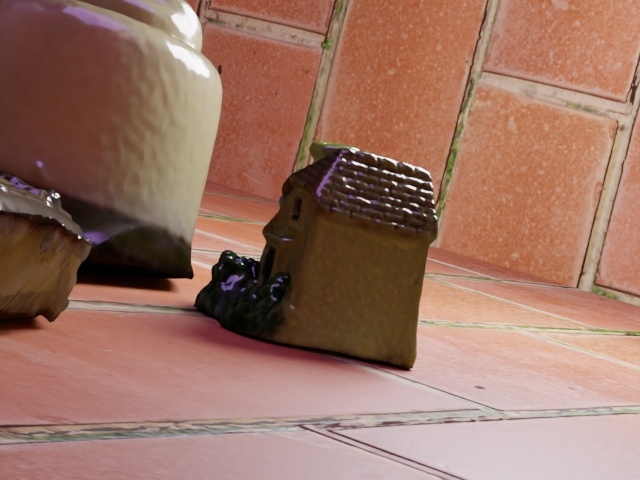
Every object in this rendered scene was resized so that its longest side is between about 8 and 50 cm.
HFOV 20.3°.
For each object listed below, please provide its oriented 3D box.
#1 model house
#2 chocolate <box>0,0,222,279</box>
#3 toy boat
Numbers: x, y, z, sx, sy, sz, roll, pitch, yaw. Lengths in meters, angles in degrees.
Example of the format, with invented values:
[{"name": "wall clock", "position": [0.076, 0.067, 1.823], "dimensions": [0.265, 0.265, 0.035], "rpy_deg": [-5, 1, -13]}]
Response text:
[{"name": "model house", "position": [0.000, 0.000, 1.701], "dimensions": [0.195, 0.189, 0.214], "rpy_deg": [15, 5, -18]}, {"name": "chocolate", "position": [-0.264, -0.127, 1.819], "dimensions": [0.314, 0.297, 0.326], "rpy_deg": [11, 3, 36]}, {"name": "toy boat", "position": [-0.288, -0.001, 1.266], "dimensions": [0.162, 0.136, 0.445], "rpy_deg": [19, 1, 11]}]
